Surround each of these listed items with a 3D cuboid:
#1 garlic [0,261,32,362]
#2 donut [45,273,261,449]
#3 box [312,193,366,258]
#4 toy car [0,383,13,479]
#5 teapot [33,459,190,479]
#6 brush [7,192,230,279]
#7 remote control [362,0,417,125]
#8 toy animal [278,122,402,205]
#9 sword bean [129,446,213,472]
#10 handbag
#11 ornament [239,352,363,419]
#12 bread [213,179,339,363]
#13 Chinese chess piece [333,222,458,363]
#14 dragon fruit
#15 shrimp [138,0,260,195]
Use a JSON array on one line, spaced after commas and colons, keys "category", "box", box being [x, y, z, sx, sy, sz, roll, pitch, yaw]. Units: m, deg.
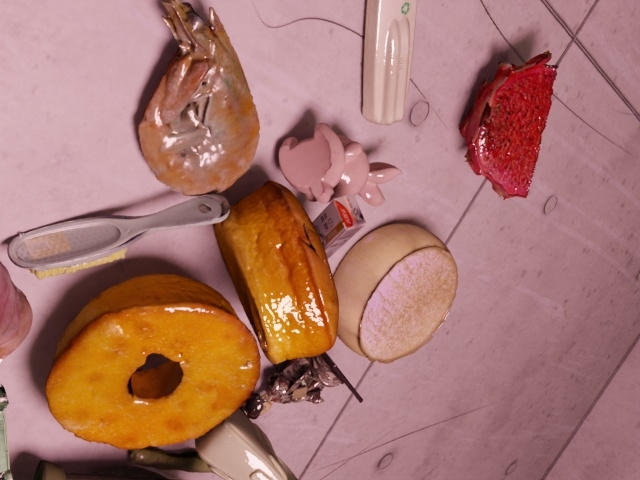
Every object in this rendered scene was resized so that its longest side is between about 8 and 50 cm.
[{"category": "garlic", "box": [-0.453, 0.121, 0.855, 0.207, 0.256, 0.207, 3, 135, 3]}, {"category": "donut", "box": [-0.238, 0.168, 1.102, 0.303, 0.110, 0.302, -10, 131, -11]}, {"category": "box", "box": [0.000, 0.000, 1.213, 0.040, 0.055, 0.218, -14, 164, -31]}, {"category": "toy car", "box": [-0.472, 0.275, 1.035, 0.090, 0.076, 0.224, -12, 117, -37]}, {"category": "teapot", "box": [-0.278, 0.439, 1.189, 0.337, 0.270, 0.200, 12, 102, -22]}, {"category": "brush", "box": [-0.260, -0.001, 1.031, 0.297, 0.068, 0.060, -15, 144, -25]}, {"category": "remote control", "box": [0.110, -0.292, 1.200, 0.090, 0.049, 0.230, -25, 131, -33]}, {"category": "toy animal", "box": [0.029, -0.111, 1.222, 0.212, 0.124, 0.124, 10, 111, -57]}, {"category": "sword bean", "box": [-0.231, 0.391, 1.375, 0.038, 0.043, 0.269, -48, 141, 15]}, {"category": "handbag", "box": [-0.111, 0.361, 1.273, 0.219, 0.256, 0.079, 43, 84, -9]}, {"category": "ornament", "box": [-0.057, 0.270, 1.390, 0.196, 0.153, 0.166, -38, 138, -3]}, {"category": "bread", "box": [-0.059, 0.049, 1.141, 0.143, 0.195, 0.269, -21, 93, -11]}, {"category": "Chinese chess piece", "box": [0.139, 0.100, 1.464, 0.270, 0.112, 0.270, -24, 131, -30]}, {"category": "dragon fruit", "box": [0.315, -0.219, 1.405, 0.161, 0.126, 0.274, -1, 110, -32]}, {"category": "shrimp", "box": [-0.169, -0.179, 0.999, 0.168, 0.077, 0.317, -35, 140, -16]}]
